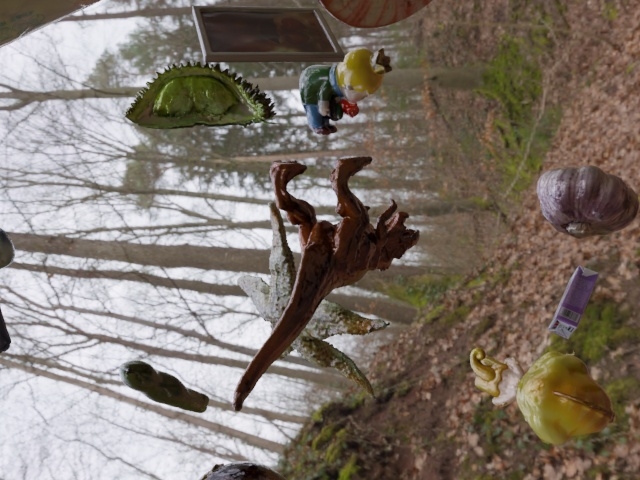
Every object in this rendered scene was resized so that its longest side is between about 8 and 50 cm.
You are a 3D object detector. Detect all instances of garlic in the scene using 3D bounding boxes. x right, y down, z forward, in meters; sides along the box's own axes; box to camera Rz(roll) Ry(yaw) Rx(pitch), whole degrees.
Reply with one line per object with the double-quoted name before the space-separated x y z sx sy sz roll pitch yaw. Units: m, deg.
"garlic" 0.441 -0.058 0.939 0.101 0.159 0.147 -68 13 -21

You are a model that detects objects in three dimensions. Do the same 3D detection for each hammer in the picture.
"hammer" -0.522 0.082 0.875 0.069 0.116 0.193 149 103 -79

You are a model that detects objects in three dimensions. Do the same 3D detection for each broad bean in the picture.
"broad bean" -0.290 0.286 1.078 0.318 0.098 0.055 68 -137 -63

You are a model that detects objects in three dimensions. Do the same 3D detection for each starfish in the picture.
"starfish" -0.040 0.137 0.926 0.078 0.347 0.357 -33 -27 -36

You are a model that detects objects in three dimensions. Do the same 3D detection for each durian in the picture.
"durian" -0.283 -0.327 1.361 0.158 0.352 0.168 122 143 -69

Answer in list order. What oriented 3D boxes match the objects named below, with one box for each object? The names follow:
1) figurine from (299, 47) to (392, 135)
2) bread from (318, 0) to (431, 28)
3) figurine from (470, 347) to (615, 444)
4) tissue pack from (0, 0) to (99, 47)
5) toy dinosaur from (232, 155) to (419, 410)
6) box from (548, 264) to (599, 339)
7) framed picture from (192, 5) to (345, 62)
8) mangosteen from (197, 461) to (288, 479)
"figurine" 0.067 -0.355 1.354 0.127 0.235 0.185 -17 -80 -64
"bread" 0.100 -0.479 0.843 0.295 0.114 0.327 -18 -25 -18
"figurine" 0.359 0.247 0.935 0.131 0.246 0.156 25 -103 -30
"tissue pack" -0.407 -0.314 0.647 0.271 0.124 0.201 -35 -3 -17
"toy dinosaur" 0.000 0.000 0.688 0.432 0.097 0.207 -28 -70 -48
"box" 0.414 0.100 0.924 0.117 0.036 0.050 -53 -22 -29
"framed picture" -0.115 -0.443 1.207 0.020 0.290 0.211 102 156 -46
"mangosteen" -0.088 0.395 0.715 0.192 0.217 0.192 -17 -64 -38
